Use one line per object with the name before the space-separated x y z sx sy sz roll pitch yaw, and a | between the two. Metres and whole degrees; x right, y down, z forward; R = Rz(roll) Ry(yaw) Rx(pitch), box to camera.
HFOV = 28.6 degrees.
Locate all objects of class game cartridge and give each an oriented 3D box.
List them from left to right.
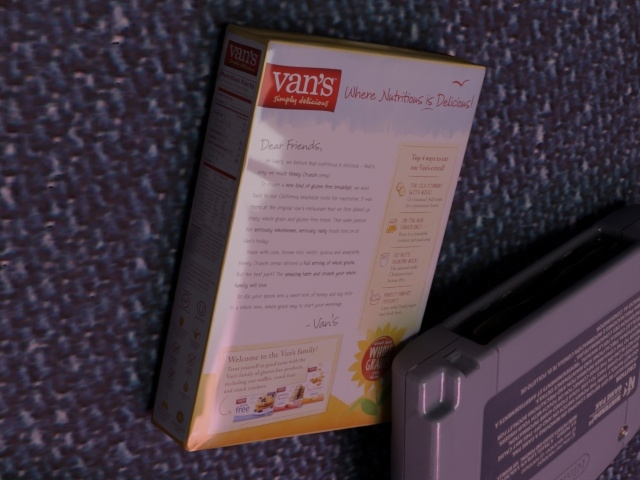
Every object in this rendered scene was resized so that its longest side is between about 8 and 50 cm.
game cartridge | 0.155 0.112 0.896 0.297 0.062 0.198 -27 132 -39

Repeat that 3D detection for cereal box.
cereal box | 0.000 0.000 0.747 0.173 0.047 0.240 0 108 -41
